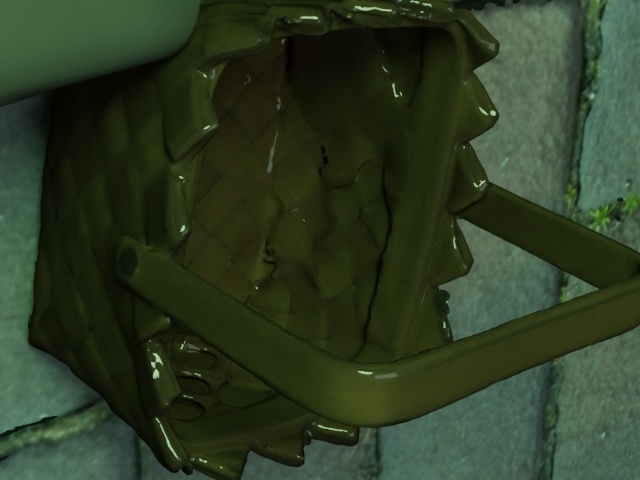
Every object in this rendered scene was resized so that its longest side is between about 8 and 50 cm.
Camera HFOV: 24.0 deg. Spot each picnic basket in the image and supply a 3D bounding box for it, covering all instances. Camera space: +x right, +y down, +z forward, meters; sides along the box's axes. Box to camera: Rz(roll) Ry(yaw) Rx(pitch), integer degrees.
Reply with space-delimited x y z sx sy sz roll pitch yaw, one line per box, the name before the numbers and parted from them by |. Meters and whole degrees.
picnic basket | 0.000 0.000 0.865 0.254 0.321 0.291 -14 121 -43

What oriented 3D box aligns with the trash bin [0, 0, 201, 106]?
trash bin | -0.194 -0.154 0.687 0.250 0.220 0.219 -17 123 -45
